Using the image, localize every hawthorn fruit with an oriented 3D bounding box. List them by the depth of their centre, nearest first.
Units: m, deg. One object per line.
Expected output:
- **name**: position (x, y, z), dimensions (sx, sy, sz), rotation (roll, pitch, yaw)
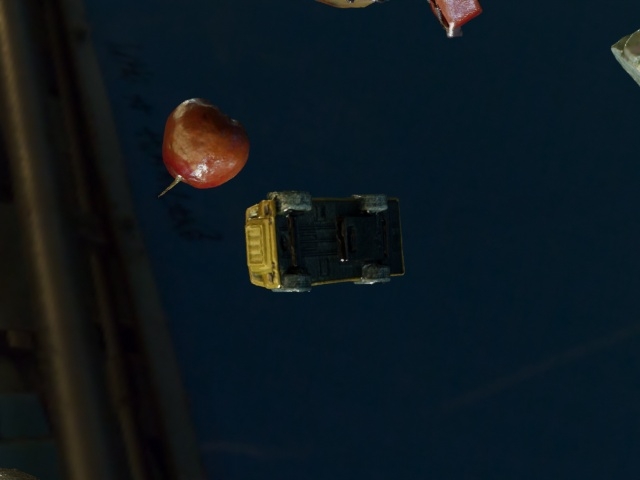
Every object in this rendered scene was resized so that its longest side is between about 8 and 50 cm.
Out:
- **hawthorn fruit**: position (-0.156, -0.124, 1.693), dimensions (0.125, 0.125, 0.140), rotation (-8, -104, 58)

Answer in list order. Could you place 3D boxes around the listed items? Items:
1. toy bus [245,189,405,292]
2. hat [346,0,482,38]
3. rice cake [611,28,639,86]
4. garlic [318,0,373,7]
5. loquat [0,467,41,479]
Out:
- **toy bus**: position (0.000, 0.000, 1.578), dimensions (0.123, 0.335, 0.121), rotation (-3, -90, 30)
- **hat**: position (0.024, -0.238, 0.747), dimensions (0.129, 0.140, 0.227), rotation (-45, -140, 20)
- **rice cake**: position (0.375, -0.130, 1.216), dimensions (0.069, 0.063, 0.206), rotation (-39, -99, 3)
- **garlic**: position (-0.051, -0.377, 1.527), dimensions (0.196, 0.339, 0.151), rotation (-135, -126, -77)
- **loquat**: position (-0.321, 0.327, 1.230), dimensions (0.213, 0.213, 0.213), rotation (-29, -125, 52)
